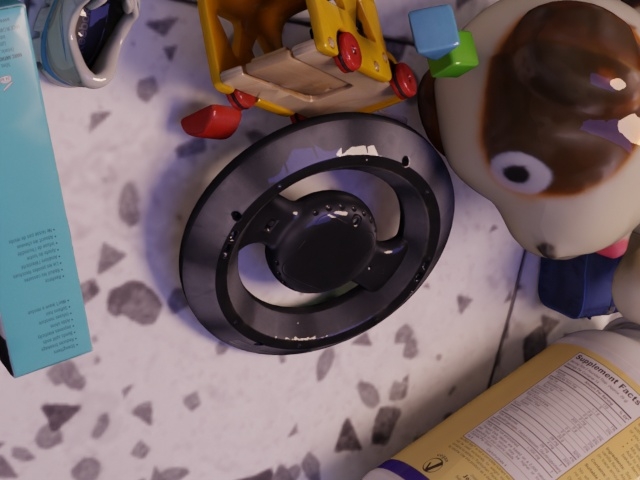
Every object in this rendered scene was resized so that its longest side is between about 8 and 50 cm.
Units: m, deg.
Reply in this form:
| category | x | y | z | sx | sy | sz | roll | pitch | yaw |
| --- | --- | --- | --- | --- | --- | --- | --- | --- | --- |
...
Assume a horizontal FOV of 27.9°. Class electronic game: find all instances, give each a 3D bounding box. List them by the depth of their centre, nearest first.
| category | x | y | z | sx | sy | sz | roll | pitch | yaw |
| --- | --- | --- | --- | --- | --- | --- | --- | --- | --- |
| electronic game | 0.000 | 0.000 | 1.009 | 0.229 | 0.048 | 0.229 | -14 | 131 | -17 |

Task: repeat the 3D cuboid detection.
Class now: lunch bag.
| category | x | y | z | sx | sy | sz | roll | pitch | yaw |
| --- | --- | --- | --- | --- | --- | --- | --- | --- | --- |
| lunch bag | 0.246 | 0.026 | 1.181 | 0.065 | 0.067 | 0.098 | -8 | 111 | -28 |

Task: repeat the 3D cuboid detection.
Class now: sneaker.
| category | x | y | z | sx | sy | sz | roll | pitch | yaw |
| --- | --- | --- | --- | --- | --- | --- | --- | --- | --- |
| sneaker | -0.141 | -0.190 | 0.862 | 0.071 | 0.083 | 0.191 | 1 | 105 | -30 |

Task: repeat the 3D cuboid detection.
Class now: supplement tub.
| category | x | y | z | sx | sy | sz | roll | pitch | yaw |
| --- | --- | --- | --- | --- | --- | --- | --- | --- | --- |
| supplement tub | 0.217 | 0.227 | 1.132 | 0.331 | 0.241 | 0.241 | -32 | 121 | -18 |

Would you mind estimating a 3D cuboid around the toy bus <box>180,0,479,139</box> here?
| category | x | y | z | sx | sy | sz | roll | pitch | yaw |
| --- | --- | --- | --- | --- | --- | --- | --- | --- | --- |
| toy bus | -0.003 | -0.148 | 0.942 | 0.190 | 0.202 | 0.104 | -7 | 78 | -21 |

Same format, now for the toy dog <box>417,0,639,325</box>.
| category | x | y | z | sx | sy | sz | roll | pitch | yaw |
| --- | --- | --- | --- | --- | --- | --- | --- | --- | --- |
| toy dog | 0.288 | -0.123 | 1.030 | 0.407 | 0.284 | 0.396 | -17 | 100 | -25 |

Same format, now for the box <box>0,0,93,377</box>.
| category | x | y | z | sx | sy | sz | roll | pitch | yaw |
| --- | --- | --- | --- | --- | --- | --- | --- | --- | --- |
| box | -0.216 | -0.040 | 0.859 | 0.060 | 0.100 | 0.244 | -18 | 116 | -25 |
